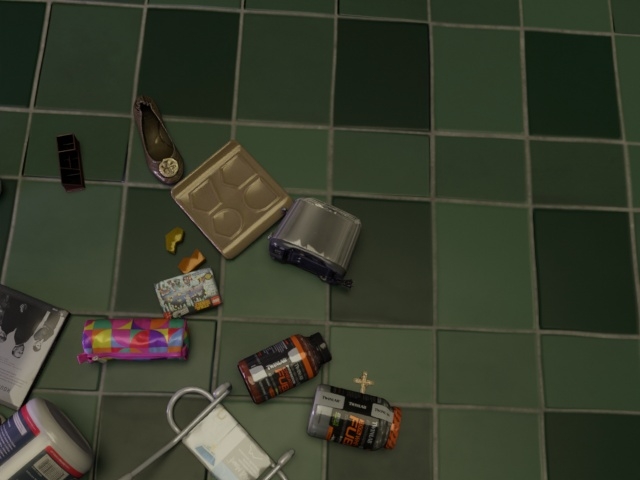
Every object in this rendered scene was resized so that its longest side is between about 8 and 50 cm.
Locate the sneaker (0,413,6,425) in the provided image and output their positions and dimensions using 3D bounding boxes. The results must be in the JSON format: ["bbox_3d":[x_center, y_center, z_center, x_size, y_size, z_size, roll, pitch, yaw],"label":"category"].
[{"bbox_3d":[-0.803,0.348,1.571,0.281,0.162,0.106,18,73,2],"label":"sneaker"}]

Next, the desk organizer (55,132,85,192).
[{"bbox_3d":[-0.600,-0.187,1.808,0.047,0.050,0.130,-10,74,-6],"label":"desk organizer"}]

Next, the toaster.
[{"bbox_3d":[0.000,0.000,1.747,0.226,0.129,0.147,24,71,2],"label":"toaster"}]

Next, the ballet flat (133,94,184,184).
[{"bbox_3d":[-0.398,-0.250,1.831,0.084,0.058,0.250,-19,72,-9],"label":"ballet flat"}]

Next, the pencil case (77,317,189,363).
[{"bbox_3d":[-0.408,0.224,1.669,0.236,0.104,0.105,-3,73,-4],"label":"pencil case"}]

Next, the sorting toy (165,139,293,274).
[{"bbox_3d":[-0.247,-0.068,1.803,0.307,0.041,0.229,-41,77,-8],"label":"sorting toy"}]

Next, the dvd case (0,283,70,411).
[{"bbox_3d":[-0.694,0.236,1.682,0.179,0.029,0.239,22,73,3],"label":"dvd case"}]

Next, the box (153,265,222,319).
[{"bbox_3d":[-0.303,0.122,1.731,0.137,0.027,0.094,-18,91,-9],"label":"box"}]

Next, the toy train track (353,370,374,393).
[{"bbox_3d":[0.097,0.337,1.707,0.048,0.014,0.083,8,73,-1],"label":"toy train track"}]

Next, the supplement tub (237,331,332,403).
[{"bbox_3d":[-0.076,0.275,1.668,0.197,0.106,0.106,-25,76,-10],"label":"supplement tub"}]

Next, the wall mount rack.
[{"bbox_3d":[-0.233,0.478,1.583,0.350,0.130,0.304,44,75,11],"label":"wall mount rack"}]

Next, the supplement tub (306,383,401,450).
[{"bbox_3d":[0.073,0.387,1.636,0.190,0.117,0.117,13,72,1],"label":"supplement tub"}]

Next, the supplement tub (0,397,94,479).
[{"bbox_3d":[-0.620,0.472,1.529,0.272,0.191,0.191,-40,79,-14],"label":"supplement tub"}]
